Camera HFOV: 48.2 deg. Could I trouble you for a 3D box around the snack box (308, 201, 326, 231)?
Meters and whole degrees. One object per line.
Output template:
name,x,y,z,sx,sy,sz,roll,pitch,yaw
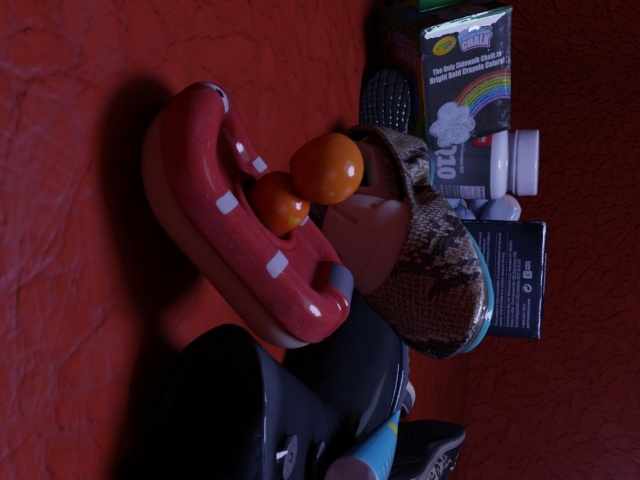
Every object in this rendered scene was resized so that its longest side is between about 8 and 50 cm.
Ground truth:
snack box,0.000,0.000,0.999,0.178,0.022,0.064,59,36,-59

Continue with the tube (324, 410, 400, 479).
tube,0.054,0.233,0.753,0.080,0.052,0.207,-69,164,2

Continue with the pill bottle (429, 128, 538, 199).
pill bottle,0.310,-0.167,1.506,0.161,0.283,0.161,2,90,-72

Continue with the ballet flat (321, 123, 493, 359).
ballet flat,0.077,-0.031,0.926,0.164,0.182,0.482,-59,-165,25

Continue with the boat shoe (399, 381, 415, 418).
boat shoe,0.083,0.248,1.179,0.285,0.103,0.092,59,43,-54

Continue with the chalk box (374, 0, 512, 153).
chalk box,0.215,-0.333,1.260,0.179,0.180,0.288,-130,-154,-54

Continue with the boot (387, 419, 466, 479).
boot,0.216,0.564,1.544,0.377,0.138,0.284,-13,105,-65

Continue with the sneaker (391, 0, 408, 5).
sneaker,0.188,-0.450,1.396,0.292,0.110,0.118,29,74,-70

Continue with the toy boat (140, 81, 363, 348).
toy boat,-0.032,-0.036,0.588,0.231,0.151,0.151,51,18,-13

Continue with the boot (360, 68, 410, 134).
boot,0.116,-0.176,1.282,0.161,0.084,0.246,-52,143,-80

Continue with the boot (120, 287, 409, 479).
boot,-0.031,0.164,0.771,0.445,0.146,0.366,44,49,-61

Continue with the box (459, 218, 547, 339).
box,0.226,0.050,1.237,0.343,0.313,0.178,-2,95,-71

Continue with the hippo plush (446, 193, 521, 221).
hippo plush,0.347,-0.036,1.704,0.236,0.234,0.294,35,33,-83
